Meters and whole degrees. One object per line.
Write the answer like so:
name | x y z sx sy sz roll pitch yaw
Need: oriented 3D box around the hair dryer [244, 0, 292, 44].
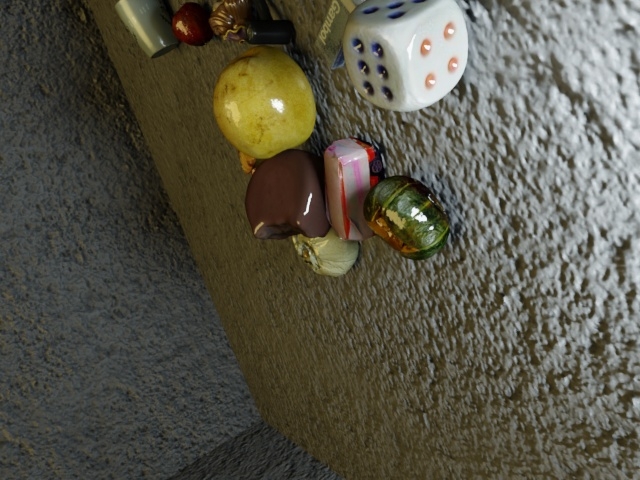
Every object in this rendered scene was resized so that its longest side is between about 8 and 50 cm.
hair dryer | -0.185 -0.679 1.685 0.255 0.128 0.070 67 151 17

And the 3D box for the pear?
pear | -0.166 -0.399 1.691 0.314 0.314 0.314 42 146 37

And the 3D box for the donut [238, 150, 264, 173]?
donut | -0.241 -0.390 2.042 0.151 0.112 0.295 11 124 54

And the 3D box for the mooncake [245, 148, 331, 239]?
mooncake | -0.078 -0.127 1.785 0.326 0.174 0.333 -42 54 28

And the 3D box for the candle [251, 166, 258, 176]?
candle | -0.238 -0.295 2.177 0.059 0.084 0.301 -13 96 31

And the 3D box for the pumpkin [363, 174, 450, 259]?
pumpkin | 0.219 -0.061 1.447 0.238 0.159 0.238 40 164 14

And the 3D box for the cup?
cup | -0.694 -0.886 2.377 0.234 0.186 0.258 62 -176 -14

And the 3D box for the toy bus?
toy bus | 0.097 -0.138 1.626 0.127 0.147 0.302 41 145 48

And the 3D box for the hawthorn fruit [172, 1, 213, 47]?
hawthorn fruit | -0.448 -0.758 2.060 0.172 0.148 0.148 45 154 -5

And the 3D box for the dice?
dice | 0.173 -0.390 1.174 0.194 0.192 0.193 31 152 40

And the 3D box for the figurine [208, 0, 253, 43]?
figurine | -0.283 -0.737 1.769 0.189 0.142 0.263 21 130 53

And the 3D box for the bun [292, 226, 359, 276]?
bun | 0.000 0.000 1.910 0.259 0.152 0.259 44 149 36

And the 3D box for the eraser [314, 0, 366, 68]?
eraser | 0.051 -0.538 1.452 0.091 0.046 0.212 57 153 13
